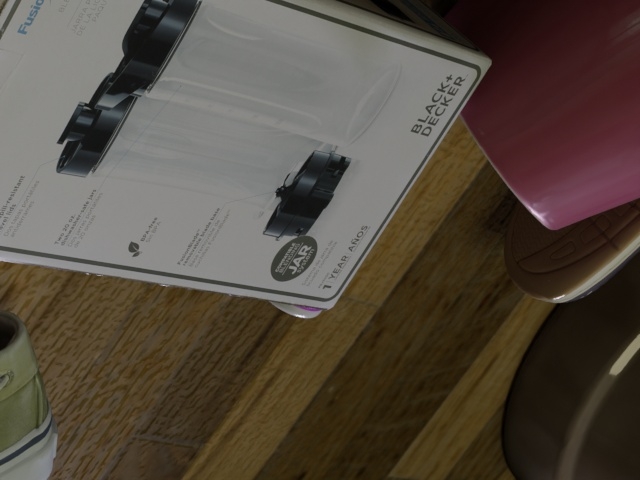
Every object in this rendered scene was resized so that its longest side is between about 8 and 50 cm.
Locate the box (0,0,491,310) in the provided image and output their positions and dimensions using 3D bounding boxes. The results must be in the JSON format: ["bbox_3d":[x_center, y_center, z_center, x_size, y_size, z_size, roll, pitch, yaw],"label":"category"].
[{"bbox_3d":[-0.073,-0.070,0.854,0.290,0.087,0.169,9,120,-46],"label":"box"}]

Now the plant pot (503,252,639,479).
[{"bbox_3d":[0.338,0.153,1.277,0.323,0.280,0.323,-23,138,-22],"label":"plant pot"}]

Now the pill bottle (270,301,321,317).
[{"bbox_3d":[0.000,0.000,1.021,0.043,0.043,0.083,8,121,-45],"label":"pill bottle"}]

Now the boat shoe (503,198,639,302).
[{"bbox_3d":[0.227,-0.071,1.109,0.092,0.103,0.285,29,99,-46],"label":"boat shoe"}]

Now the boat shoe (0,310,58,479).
[{"bbox_3d":[-0.267,0.118,0.871,0.302,0.109,0.094,-25,125,-35],"label":"boat shoe"}]

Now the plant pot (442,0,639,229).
[{"bbox_3d":[0.164,-0.107,0.960,0.180,0.201,0.201,-34,145,15],"label":"plant pot"}]
